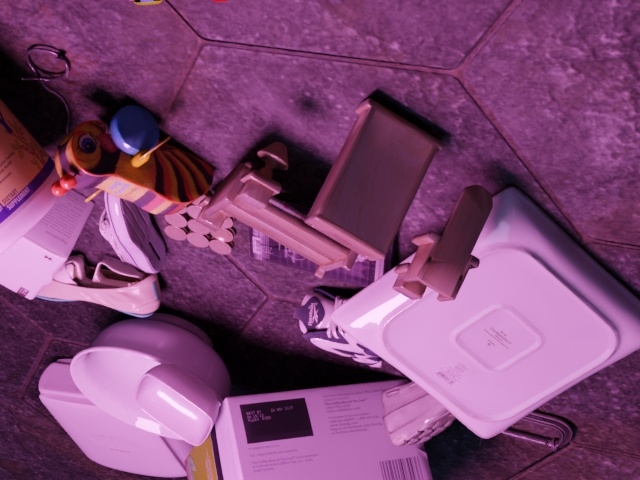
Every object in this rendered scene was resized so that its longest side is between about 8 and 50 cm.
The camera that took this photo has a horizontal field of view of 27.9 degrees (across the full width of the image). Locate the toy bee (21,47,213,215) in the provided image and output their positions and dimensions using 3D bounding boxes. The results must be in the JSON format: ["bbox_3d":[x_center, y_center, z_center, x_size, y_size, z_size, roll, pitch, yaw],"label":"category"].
[{"bbox_3d":[-0.300,-0.105,1.769,0.298,0.162,0.195,22,147,-5],"label":"toy bee"}]

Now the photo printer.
[{"bbox_3d":[-0.381,0.360,2.528,0.256,0.107,0.307,4,143,23],"label":"photo printer"}]

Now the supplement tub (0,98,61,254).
[{"bbox_3d":[-0.538,-0.131,1.754,0.241,0.241,0.331,-19,117,44],"label":"supplement tub"}]

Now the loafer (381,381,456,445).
[{"bbox_3d":[0.207,0.213,2.003,0.112,0.111,0.319,3,148,-47],"label":"loafer"}]

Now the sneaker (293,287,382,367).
[{"bbox_3d":[0.031,0.119,1.959,0.153,0.094,0.235,13,166,5],"label":"sneaker"}]

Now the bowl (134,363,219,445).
[{"bbox_3d":[-0.229,0.260,2.093,0.142,0.053,0.142,34,146,2],"label":"bowl"}]

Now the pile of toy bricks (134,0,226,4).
[{"bbox_3d":[-0.193,-0.321,1.478,0.212,0.118,0.105,-2,172,5],"label":"pile of toy bricks"}]

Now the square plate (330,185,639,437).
[{"bbox_3d":[0.249,0.126,1.804,0.347,0.049,0.344,39,121,-24],"label":"square plate"}]

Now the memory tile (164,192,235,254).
[{"bbox_3d":[-0.182,-0.034,1.944,0.113,0.012,0.148,17,146,5],"label":"memory tile"}]

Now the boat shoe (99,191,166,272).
[{"bbox_3d":[-0.302,-0.019,1.963,0.075,0.083,0.226,9,146,15],"label":"boat shoe"}]

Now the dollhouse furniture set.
[{"bbox_3d":[0.030,-0.051,1.754,0.303,0.174,0.355,30,166,-13],"label":"dollhouse furniture set"}]

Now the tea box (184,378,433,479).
[{"bbox_3d":[-0.028,0.405,2.191,0.329,0.220,0.323,-3,154,-20],"label":"tea box"}]

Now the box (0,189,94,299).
[{"bbox_3d":[-0.481,-0.023,2.023,0.182,0.119,0.181,30,145,-15],"label":"box"}]

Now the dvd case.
[{"bbox_3d":[0.000,0.000,1.890,0.221,0.018,0.164,15,145,10],"label":"dvd case"}]

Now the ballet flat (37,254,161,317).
[{"bbox_3d":[-0.380,0.063,2.144,0.248,0.086,0.086,9,145,14],"label":"ballet flat"}]

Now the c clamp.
[{"bbox_3d":[0.345,0.320,2.167,0.160,0.022,0.137,10,141,18],"label":"c clamp"}]

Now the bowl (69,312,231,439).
[{"bbox_3d":[-0.276,0.220,2.248,0.297,0.134,0.298,13,146,9],"label":"bowl"}]
